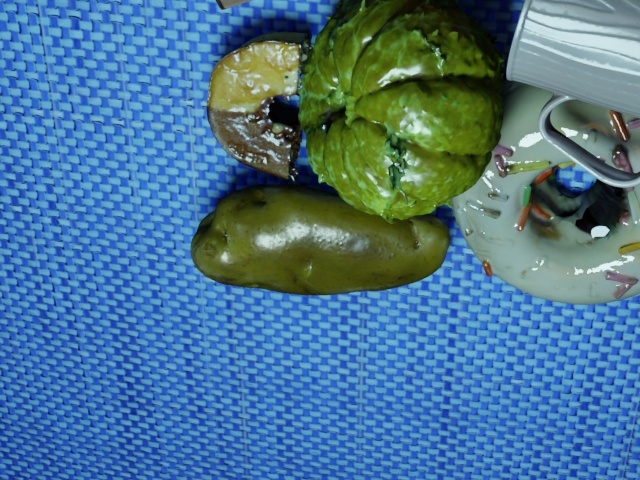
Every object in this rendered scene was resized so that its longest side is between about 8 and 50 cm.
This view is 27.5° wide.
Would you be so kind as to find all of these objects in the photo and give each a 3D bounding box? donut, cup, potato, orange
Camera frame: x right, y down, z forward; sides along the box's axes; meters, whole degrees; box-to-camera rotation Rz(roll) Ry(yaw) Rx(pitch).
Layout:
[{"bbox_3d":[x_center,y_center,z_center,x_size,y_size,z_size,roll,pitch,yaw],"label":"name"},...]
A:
[{"bbox_3d":[0.351,-0.063,1.751,0.383,0.142,0.382,7,129,9],"label":"donut"},{"bbox_3d":[0.359,-0.224,1.514,0.273,0.288,0.208,21,171,11],"label":"cup"},{"bbox_3d":[0.000,0.000,1.880,0.369,0.176,0.195,3,124,2],"label":"potato"},{"bbox_3d":[0.103,-0.168,1.652,0.223,0.300,0.301,2,174,-35],"label":"orange"},{"bbox_3d":[-0.077,-0.201,1.793,0.141,0.085,0.217,14,128,4],"label":"donut"}]

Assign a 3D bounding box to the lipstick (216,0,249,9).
[{"bbox_3d":[-0.072,-0.346,1.704,0.145,0.045,0.045,-14,120,25],"label":"lipstick"}]
